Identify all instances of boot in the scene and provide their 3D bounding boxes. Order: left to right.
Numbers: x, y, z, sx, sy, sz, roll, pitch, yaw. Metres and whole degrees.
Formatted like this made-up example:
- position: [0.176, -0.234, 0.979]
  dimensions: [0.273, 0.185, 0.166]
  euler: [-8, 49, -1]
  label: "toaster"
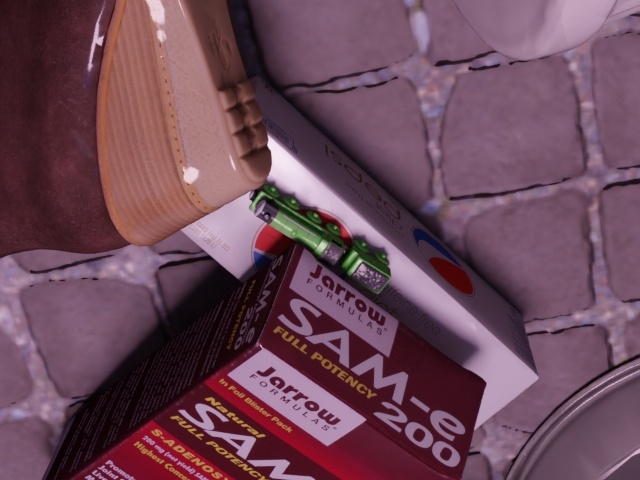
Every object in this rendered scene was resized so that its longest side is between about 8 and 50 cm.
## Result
- position: [-0.143, -0.111, 0.690]
  dimensions: [0.207, 0.090, 0.248]
  euler: [-12, 92, 26]
  label: "boot"

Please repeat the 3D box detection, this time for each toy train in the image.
- position: [0.000, 0.000, 0.706]
  dimensions: [0.083, 0.024, 0.017]
  euler: [31, 112, -15]
  label: "toy train"

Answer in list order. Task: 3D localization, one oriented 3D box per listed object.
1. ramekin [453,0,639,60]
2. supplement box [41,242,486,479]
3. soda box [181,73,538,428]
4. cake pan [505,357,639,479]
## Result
- position: [0.107, -0.216, 0.552]
  dimensions: [0.127, 0.273, 0.273]
  euler: [-14, 116, -7]
  label: "ramekin"
- position: [-0.041, 0.112, 0.765]
  dimensions: [0.130, 0.073, 0.239]
  euler: [36, 134, -16]
  label: "supplement box"
- position: [0.017, 0.015, 0.766]
  dimensions: [0.216, 0.069, 0.074]
  euler: [42, 109, -18]
  label: "soda box"
- position: [0.252, 0.195, 0.866]
  dimensions: [0.293, 0.054, 0.293]
  euler: [0, 117, 0]
  label: "cake pan"
